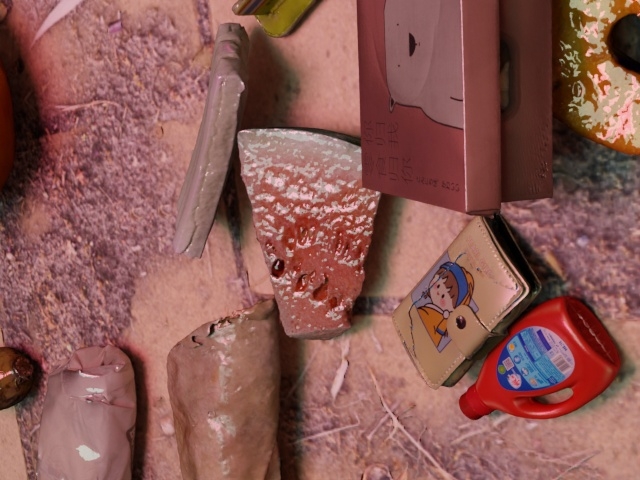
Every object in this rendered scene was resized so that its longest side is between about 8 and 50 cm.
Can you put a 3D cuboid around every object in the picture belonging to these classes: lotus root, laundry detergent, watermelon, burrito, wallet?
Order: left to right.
[{"bbox_3d":[-0.480,0.205,1.452,0.179,0.080,0.089,-17,89,39],"label":"lotus root"},{"bbox_3d":[-0.319,0.345,1.347,0.139,0.101,0.445,14,109,21],"label":"burrito"},{"bbox_3d":[-0.111,0.214,1.148,0.175,0.107,0.348,14,112,42],"label":"burrito"},{"bbox_3d":[0.000,0.000,1.040,0.154,0.094,0.241,9,108,26],"label":"watermelon"},{"bbox_3d":[0.133,0.059,0.948,0.155,0.039,0.110,-54,44,33],"label":"wallet"},{"bbox_3d":[0.196,0.126,0.932,0.165,0.049,0.097,-45,71,38],"label":"laundry detergent"}]

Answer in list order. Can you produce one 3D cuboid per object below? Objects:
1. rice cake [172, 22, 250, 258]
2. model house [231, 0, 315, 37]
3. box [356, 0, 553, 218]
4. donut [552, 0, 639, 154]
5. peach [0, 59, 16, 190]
[{"bbox_3d":[-0.116,-0.106,1.074,0.127,0.043,0.237,-97,22,-53],"label":"rice cake"},{"bbox_3d":[-0.080,-0.363,0.864,0.357,0.313,0.242,-38,79,36],"label":"model house"},{"bbox_3d":[0.109,-0.138,0.852,0.215,0.086,0.215,-157,62,-69],"label":"box"},{"bbox_3d":[0.261,-0.159,0.796,0.190,0.074,0.174,20,111,28],"label":"donut"},{"bbox_3d":[-0.560,-0.167,1.288,0.301,0.342,0.343,-134,39,-77],"label":"peach"}]
